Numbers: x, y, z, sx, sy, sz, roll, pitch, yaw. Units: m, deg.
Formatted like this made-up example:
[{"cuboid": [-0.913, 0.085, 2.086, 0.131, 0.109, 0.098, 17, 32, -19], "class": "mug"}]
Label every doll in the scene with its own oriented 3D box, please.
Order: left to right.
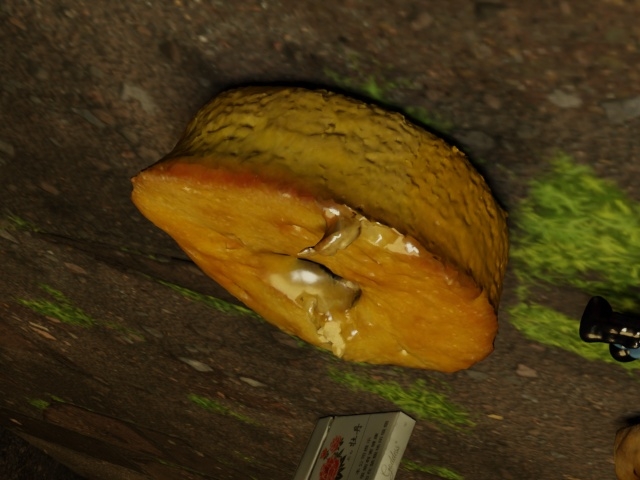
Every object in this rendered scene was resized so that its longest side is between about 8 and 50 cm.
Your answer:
[{"cuboid": [0.252, 0.067, 0.611, 0.096, 0.070, 0.195, 22, 169, -35], "class": "doll"}]

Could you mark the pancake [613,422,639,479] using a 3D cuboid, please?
[{"cuboid": [0.340, 0.187, 0.789, 0.212, 0.056, 0.257, 16, 155, 19], "class": "pancake"}]

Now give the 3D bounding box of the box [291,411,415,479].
[{"cuboid": [0.030, 0.258, 1.168, 0.029, 0.109, 0.198, 34, 155, -19], "class": "box"}]

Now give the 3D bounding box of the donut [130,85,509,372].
[{"cuboid": [0.002, 0.000, 0.650, 0.253, 0.118, 0.253, 18, 155, 8], "class": "donut"}]
